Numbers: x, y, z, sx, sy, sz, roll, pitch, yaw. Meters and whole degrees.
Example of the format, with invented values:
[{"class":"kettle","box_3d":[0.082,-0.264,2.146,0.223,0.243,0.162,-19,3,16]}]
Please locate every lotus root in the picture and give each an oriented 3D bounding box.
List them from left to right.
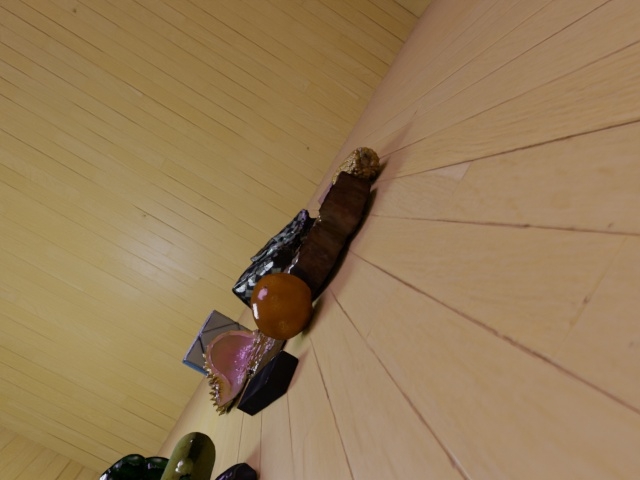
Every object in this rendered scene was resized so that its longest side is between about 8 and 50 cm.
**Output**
[{"class":"lotus root","box_3d":[0.000,0.000,1.236,0.390,0.111,0.375,-62,6,-2]}]

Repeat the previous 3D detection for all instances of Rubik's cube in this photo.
[{"class":"Rubik's cube","box_3d":[-0.371,0.404,1.678,0.207,0.205,0.205,-61,8,-23]}]

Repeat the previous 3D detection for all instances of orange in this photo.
[{"class":"orange","box_3d":[-0.085,0.148,1.040,0.136,0.159,0.159,-13,22,13]}]

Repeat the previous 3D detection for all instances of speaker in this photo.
[{"class":"speaker","box_3d":[-0.120,0.316,0.989,0.218,0.044,0.082,-50,11,50]}]

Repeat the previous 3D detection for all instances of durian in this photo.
[{"class":"durian","box_3d":[-0.294,0.443,1.472,0.305,0.185,0.196,-79,-3,-46]}]

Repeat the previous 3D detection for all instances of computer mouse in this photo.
[{"class":"computer mouse","box_3d":[-0.153,0.425,0.717,0.106,0.062,0.192,-58,6,10]}]

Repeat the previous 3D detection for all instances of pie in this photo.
[{"class":"pie","box_3d":[-0.147,0.299,1.232,0.195,0.046,0.195,-56,7,10]}]

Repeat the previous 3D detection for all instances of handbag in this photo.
[{"class":"handbag","box_3d":[-0.172,0.063,1.931,0.317,0.180,0.416,-43,11,36]}]

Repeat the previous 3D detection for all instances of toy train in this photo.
[{"class":"toy train","box_3d":[-0.239,0.477,0.793,0.307,0.126,0.190,-130,65,-84]}]

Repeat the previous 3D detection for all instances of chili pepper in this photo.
[{"class":"chili pepper","box_3d":[-0.483,0.705,1.174,0.257,0.233,0.248,-61,1,35]}]

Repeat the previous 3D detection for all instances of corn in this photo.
[{"class":"corn","box_3d":[0.104,-0.205,1.365,0.101,0.101,0.310,-61,5,-11]}]

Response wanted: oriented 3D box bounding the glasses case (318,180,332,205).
[{"class":"glasses case","box_3d":[0.082,-0.175,1.575,0.193,0.070,0.102,-55,36,18]}]
